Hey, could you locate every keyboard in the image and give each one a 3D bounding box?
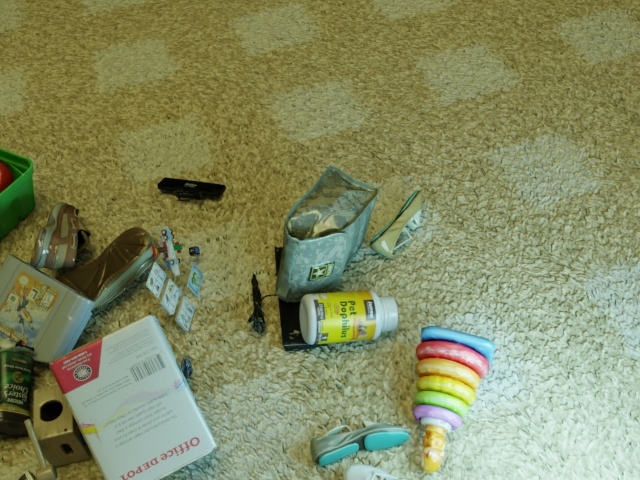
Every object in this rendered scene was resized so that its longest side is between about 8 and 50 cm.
[{"bbox_3d":[-0.084,0.139,1.905,0.202,0.033,0.317,-2,47,-6],"label":"keyboard"},{"bbox_3d":[-0.373,-0.139,2.183,0.192,0.038,0.100,7,26,13],"label":"keyboard"}]

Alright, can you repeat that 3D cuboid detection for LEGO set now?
[{"bbox_3d":[-0.366,0.080,1.897,0.060,0.182,0.244,-15,42,22],"label":"LEGO set"}]

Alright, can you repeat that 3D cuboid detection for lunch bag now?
[{"bbox_3d":[0.000,0.000,1.855,0.169,0.235,0.287,29,50,14],"label":"lunch bag"}]

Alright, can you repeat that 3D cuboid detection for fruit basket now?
[{"bbox_3d":[-0.980,-0.150,2.018,0.283,0.392,0.392,20,53,21],"label":"fruit basket"}]

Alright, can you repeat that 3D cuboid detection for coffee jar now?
[{"bbox_3d":[-0.698,0.346,1.718,0.079,0.096,0.184,-30,53,27],"label":"coffee jar"}]

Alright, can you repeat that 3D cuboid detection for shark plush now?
[{"bbox_3d":[-0.737,0.261,1.805,0.161,0.067,0.073,-15,22,10],"label":"shark plush"}]

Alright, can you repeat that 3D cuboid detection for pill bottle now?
[{"bbox_3d":[0.066,0.177,1.785,0.215,0.117,0.117,-3,47,-14],"label":"pill bottle"}]

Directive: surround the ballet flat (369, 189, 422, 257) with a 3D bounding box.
[{"bbox_3d":[0.217,-0.039,2.021,0.073,0.080,0.232,42,62,2],"label":"ballet flat"}]

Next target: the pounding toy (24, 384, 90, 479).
[{"bbox_3d":[-0.544,0.406,1.607,0.094,0.181,0.206,-13,49,-7],"label":"pounding toy"}]

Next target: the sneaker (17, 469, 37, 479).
[{"bbox_3d":[-0.610,0.525,1.614,0.035,0.031,0.083,-37,50,-9],"label":"sneaker"}]

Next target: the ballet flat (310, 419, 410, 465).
[{"bbox_3d":[0.081,0.413,1.621,0.213,0.072,0.068,-14,45,-7],"label":"ballet flat"}]

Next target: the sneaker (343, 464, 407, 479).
[{"bbox_3d":[0.142,0.495,1.527,0.212,0.094,0.080,21,55,22],"label":"sneaker"}]

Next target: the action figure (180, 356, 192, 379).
[{"bbox_3d":[-0.433,0.279,1.730,0.276,0.164,0.141,4,89,2],"label":"action figure"}]

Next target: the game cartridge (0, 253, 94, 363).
[{"bbox_3d":[-0.702,0.175,1.858,0.297,0.062,0.198,24,78,25],"label":"game cartridge"}]

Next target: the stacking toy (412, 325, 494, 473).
[{"bbox_3d":[0.259,0.347,1.633,0.166,0.175,0.301,12,64,15],"label":"stacking toy"}]

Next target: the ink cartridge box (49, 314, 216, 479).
[{"bbox_3d":[-0.382,0.334,1.581,0.226,0.131,0.306,-25,91,-11],"label":"ink cartridge box"}]

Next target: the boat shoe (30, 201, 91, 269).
[{"bbox_3d":[-0.662,-0.003,1.998,0.116,0.123,0.324,15,22,-13],"label":"boat shoe"}]

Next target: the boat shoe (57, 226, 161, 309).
[{"bbox_3d":[-0.545,0.110,1.922,0.341,0.110,0.121,-37,64,-3],"label":"boat shoe"}]
